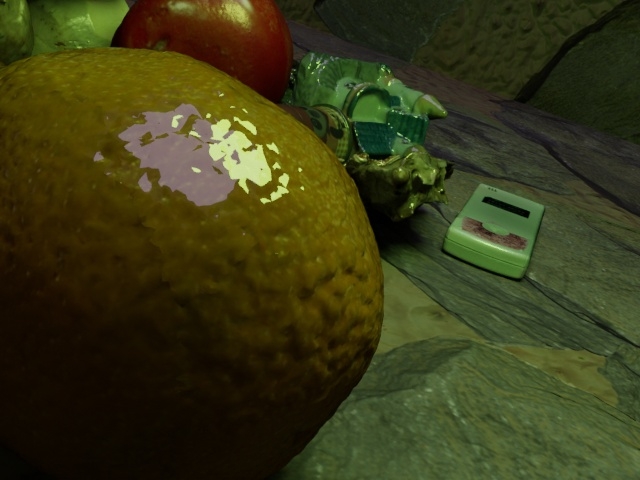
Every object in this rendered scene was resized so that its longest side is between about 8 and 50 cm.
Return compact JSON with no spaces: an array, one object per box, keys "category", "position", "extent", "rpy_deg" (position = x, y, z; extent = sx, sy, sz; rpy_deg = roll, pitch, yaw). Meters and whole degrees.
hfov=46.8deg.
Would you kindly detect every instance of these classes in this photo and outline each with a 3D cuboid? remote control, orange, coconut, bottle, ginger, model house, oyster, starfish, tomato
[{"category":"remote control","position":[0.318,-0.025,1.323],"extent":[0.145,0.050,0.344],"rpy_deg":[22,24,14]},{"category":"orange","position":[-0.130,0.017,0.563],"extent":[0.357,0.322,0.322],"rpy_deg":[40,29,13]},{"category":"coconut","position":[-0.483,-0.415,1.490],"extent":[0.241,0.241,0.241],"rpy_deg":[13,23,-6]},{"category":"bottle","position":[-0.060,-0.170,1.298],"extent":[0.156,0.143,0.271],"rpy_deg":[0,8,36]},{"category":"ginger","position":[-0.668,-0.391,1.341],"extent":[0.303,0.155,0.245],"rpy_deg":[5,-21,8]},{"category":"model house","position":[0.130,-0.238,1.492],"extent":[0.267,0.194,0.325],"rpy_deg":[-3,27,-40]},{"category":"oyster","position":[0.135,-0.082,1.190],"extent":[0.221,0.096,0.361],"rpy_deg":[-13,0,-9]},{"category":"starfish","position":[0.074,-0.123,1.331],"extent":[0.150,0.053,0.210],"rpy_deg":[-17,-8,0]},{"category":"tomato","position":[-0.212,-0.335,1.361],"extent":[0.325,0.290,0.293],"rpy_deg":[-24,14,5]}]

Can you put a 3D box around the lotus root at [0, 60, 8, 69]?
[{"category":"lotus root","position":[-0.534,-0.224,1.148],"extent":[0.120,0.120,0.209],"rpy_deg":[22,25,14]}]

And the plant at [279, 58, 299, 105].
[{"category":"plant","position":[-0.120,-0.378,1.751],"extent":[0.132,0.129,0.194],"rpy_deg":[-9,30,-45]}]
